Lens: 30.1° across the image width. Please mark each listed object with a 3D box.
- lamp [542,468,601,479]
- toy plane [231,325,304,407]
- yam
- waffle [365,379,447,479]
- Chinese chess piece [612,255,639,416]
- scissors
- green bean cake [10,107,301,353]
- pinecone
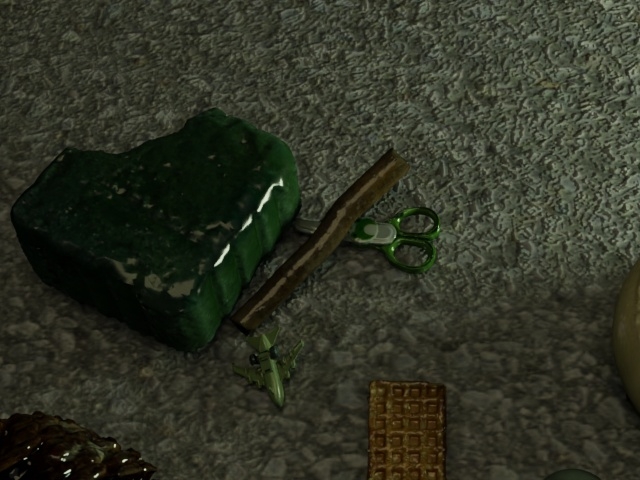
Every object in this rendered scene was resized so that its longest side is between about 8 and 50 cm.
[{"bbox_3d":[0.294,0.319,1.385,0.105,0.105,0.105,-3,58,4],"label":"lamp"},{"bbox_3d":[-0.067,0.166,1.554,0.102,0.040,0.111,-23,55,14],"label":"toy plane"},{"bbox_3d":[0.000,0.000,1.620,0.327,0.045,0.045,-46,102,-11],"label":"yam"},{"bbox_3d":[0.107,0.248,1.483,0.102,0.042,0.148,-1,58,7],"label":"waffle"},{"bbox_3d":[0.530,0.123,1.460,0.337,0.140,0.338,-3,59,5],"label":"Chinese chess piece"},{"bbox_3d":[0.062,-0.008,1.654,0.204,0.027,0.101,6,58,11],"label":"scissors"},{"bbox_3d":[-0.216,-0.036,1.620,0.300,0.169,0.308,26,64,18],"label":"green bean cake"},{"bbox_3d":[-0.314,0.323,1.350,0.295,0.298,0.242,25,93,25],"label":"pinecone"}]
